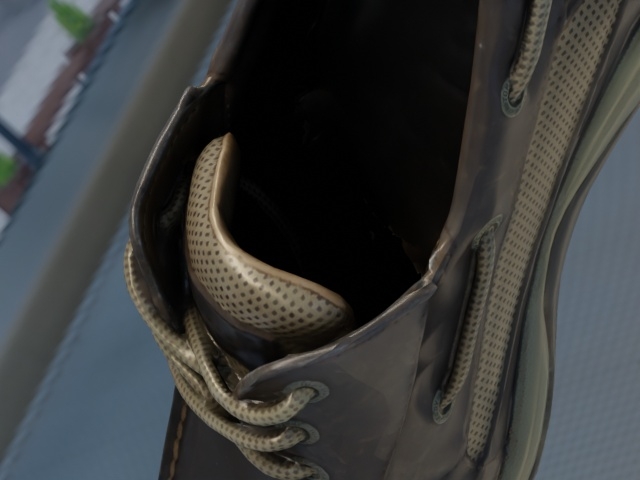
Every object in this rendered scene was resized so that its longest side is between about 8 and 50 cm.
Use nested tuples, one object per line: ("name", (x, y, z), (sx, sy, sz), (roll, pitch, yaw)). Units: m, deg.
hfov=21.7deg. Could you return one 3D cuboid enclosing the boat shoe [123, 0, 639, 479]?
("boat shoe", (0.000, 0.000, 0.488), (0.132, 0.130, 0.355), (32, 116, 33))
